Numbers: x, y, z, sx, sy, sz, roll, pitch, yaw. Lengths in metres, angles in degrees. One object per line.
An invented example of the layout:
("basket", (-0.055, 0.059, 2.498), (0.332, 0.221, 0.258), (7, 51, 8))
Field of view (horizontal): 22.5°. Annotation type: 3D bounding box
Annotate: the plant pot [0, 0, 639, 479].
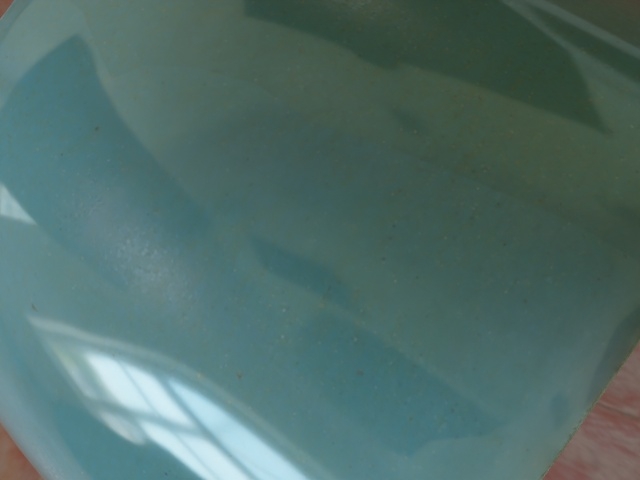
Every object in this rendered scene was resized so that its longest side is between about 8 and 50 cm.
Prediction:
("plant pot", (0.000, 0.000, 0.596), (0.235, 0.293, 0.293), (36, 90, 11))
